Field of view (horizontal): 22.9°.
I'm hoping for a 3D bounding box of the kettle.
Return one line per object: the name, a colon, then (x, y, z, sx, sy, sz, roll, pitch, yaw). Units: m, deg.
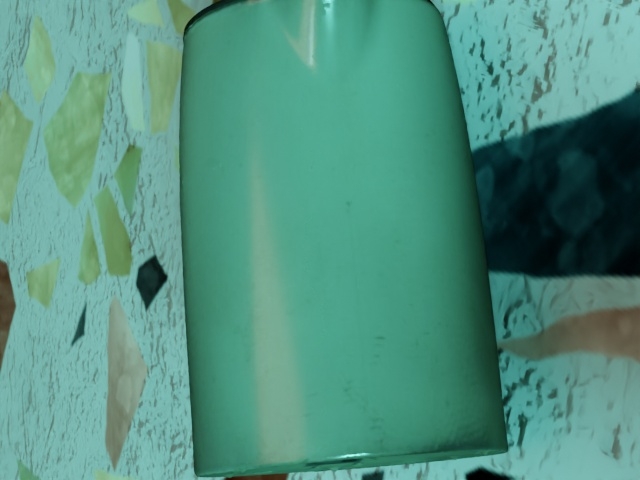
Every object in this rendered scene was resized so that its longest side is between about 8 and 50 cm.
kettle: (0.000, 0.000, 0.866, 0.240, 0.165, 0.255, 118, 146, -78)
